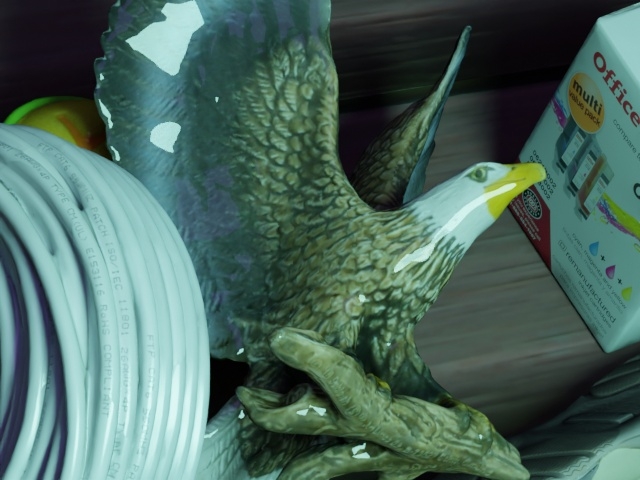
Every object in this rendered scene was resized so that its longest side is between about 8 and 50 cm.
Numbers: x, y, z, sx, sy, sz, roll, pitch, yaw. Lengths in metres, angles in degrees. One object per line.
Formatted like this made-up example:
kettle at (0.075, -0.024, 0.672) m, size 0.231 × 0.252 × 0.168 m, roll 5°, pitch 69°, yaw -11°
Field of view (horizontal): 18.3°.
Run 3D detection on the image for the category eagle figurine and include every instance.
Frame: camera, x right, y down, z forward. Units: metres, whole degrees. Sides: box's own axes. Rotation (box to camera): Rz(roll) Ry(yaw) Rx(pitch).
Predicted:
eagle figurine at (0.011, -0.004, 1.020) m, size 0.225 × 0.226 × 0.298 m, roll -10°, pitch 49°, yaw -12°

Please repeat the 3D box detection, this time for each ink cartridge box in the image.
ink cartridge box at (0.207, -0.046, 1.134) m, size 0.127 × 0.176 × 0.128 m, roll -20°, pitch 66°, yaw -26°

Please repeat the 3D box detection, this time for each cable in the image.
cable at (-0.162, 0.073, 0.923) m, size 0.257 × 0.257 × 0.089 m, roll 24°, pitch 5°, yaw 42°

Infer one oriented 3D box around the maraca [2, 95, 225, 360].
maraca at (-0.098, -0.008, 1.075) m, size 0.185 × 0.099 × 0.127 m, roll 28°, pitch 55°, yaw -25°

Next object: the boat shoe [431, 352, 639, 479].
boat shoe at (0.195, 0.129, 1.071) m, size 0.324 × 0.123 × 0.116 m, roll -24°, pitch 99°, yaw -26°
